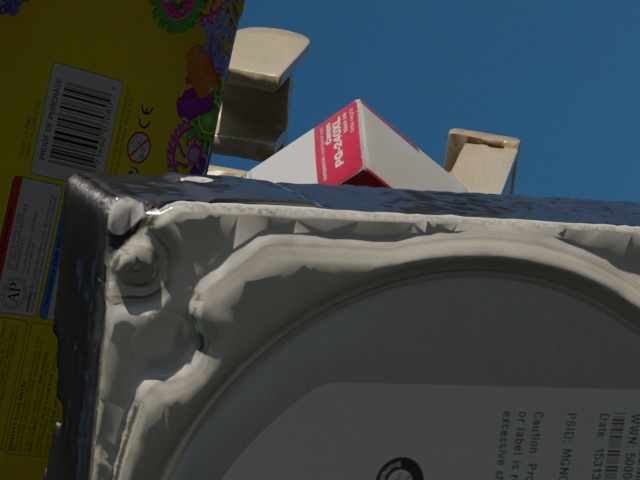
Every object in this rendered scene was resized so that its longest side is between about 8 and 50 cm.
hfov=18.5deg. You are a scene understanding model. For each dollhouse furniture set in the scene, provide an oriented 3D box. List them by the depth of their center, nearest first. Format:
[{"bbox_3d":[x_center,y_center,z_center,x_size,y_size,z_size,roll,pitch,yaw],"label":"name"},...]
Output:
[{"bbox_3d":[-0.037,-0.011,1.774,0.256,0.394,0.362,-57,-25,-67],"label":"dollhouse furniture set"}]

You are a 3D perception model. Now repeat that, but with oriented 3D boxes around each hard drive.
[{"bbox_3d":[0.077,0.104,0.644,0.339,0.064,0.236,3,-81,-22],"label":"hard drive"}]

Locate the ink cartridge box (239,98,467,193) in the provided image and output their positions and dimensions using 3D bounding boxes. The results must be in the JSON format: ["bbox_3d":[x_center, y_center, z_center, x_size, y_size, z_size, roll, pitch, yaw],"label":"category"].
[{"bbox_3d":[0.000,0.000,1.165,0.150,0.063,0.109,-31,-48,26],"label":"ink cartridge box"}]

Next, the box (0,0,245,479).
[{"bbox_3d":[-0.218,-0.010,0.930,0.177,0.279,0.290,13,-92,-48],"label":"box"}]
